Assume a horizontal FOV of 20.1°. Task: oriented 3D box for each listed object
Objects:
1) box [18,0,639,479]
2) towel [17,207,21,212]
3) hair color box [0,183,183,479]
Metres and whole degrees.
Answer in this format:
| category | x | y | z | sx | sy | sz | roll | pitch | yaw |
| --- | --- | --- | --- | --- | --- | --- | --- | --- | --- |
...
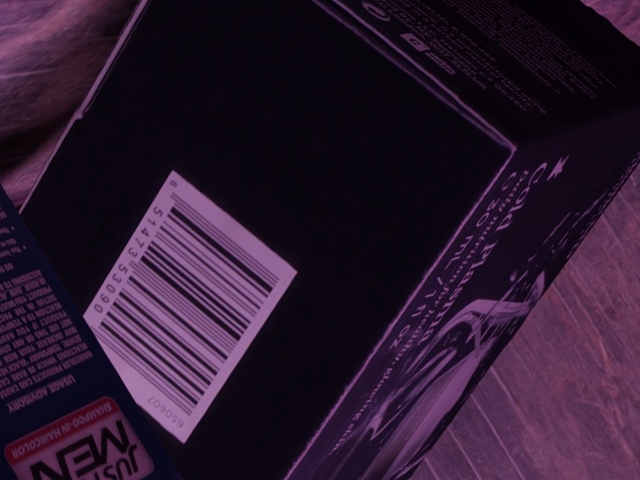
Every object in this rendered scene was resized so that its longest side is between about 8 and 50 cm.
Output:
| category | x | y | z | sx | sy | sz | roll | pitch | yaw |
| --- | --- | --- | --- | --- | --- | --- | --- | --- | --- |
| box | 0.000 | 0.000 | 1.469 | 0.480 | 0.297 | 0.472 | -57 | 166 | 22 |
| towel | -0.199 | -0.051 | 1.857 | 0.370 | 0.040 | 0.271 | -32 | 173 | 1 |
| hair color box | -0.231 | 0.017 | 0.829 | 0.174 | 0.347 | 0.105 | -36 | 172 | 37 |
